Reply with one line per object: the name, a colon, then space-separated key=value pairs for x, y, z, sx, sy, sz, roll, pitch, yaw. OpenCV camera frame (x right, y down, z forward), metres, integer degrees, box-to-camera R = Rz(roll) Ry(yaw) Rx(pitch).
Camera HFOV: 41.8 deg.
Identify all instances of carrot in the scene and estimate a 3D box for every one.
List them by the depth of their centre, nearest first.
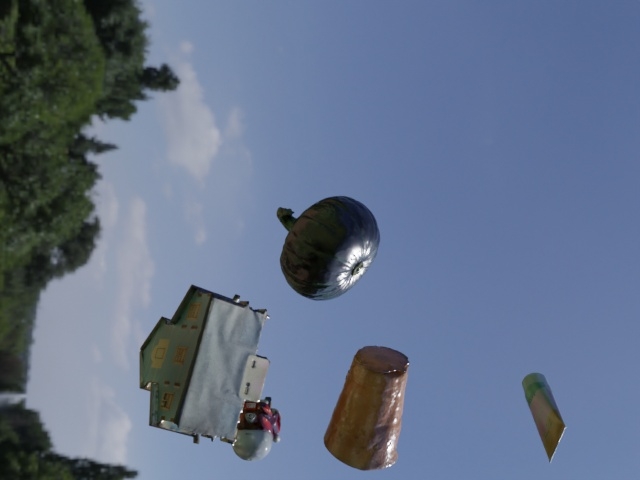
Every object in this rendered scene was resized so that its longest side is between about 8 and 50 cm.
carrot: x=0.129 y=0.409 z=2.066 sx=0.196 sy=0.196 sz=0.254 roll=-127 pitch=-133 yaw=-61

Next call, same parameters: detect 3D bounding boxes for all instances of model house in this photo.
model house: x=-0.219 y=0.224 z=1.512 sx=0.206 sy=0.178 sz=0.271 roll=-6 pitch=-112 yaw=51

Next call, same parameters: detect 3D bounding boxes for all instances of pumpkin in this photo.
pumpkin: x=0.000 y=0.000 z=1.875 sx=0.248 sy=0.248 sz=0.248 roll=-177 pitch=-90 yaw=-71

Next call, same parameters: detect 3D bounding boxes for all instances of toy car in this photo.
toy car: x=-0.136 y=0.381 z=1.669 sx=0.139 sy=0.112 sz=0.112 roll=88 pitch=4 yaw=-51

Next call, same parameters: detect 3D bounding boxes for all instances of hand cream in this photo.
hand cream: x=0.380 y=0.289 z=1.415 sx=0.174 sy=0.047 sz=0.076 roll=-88 pitch=-170 yaw=-64
